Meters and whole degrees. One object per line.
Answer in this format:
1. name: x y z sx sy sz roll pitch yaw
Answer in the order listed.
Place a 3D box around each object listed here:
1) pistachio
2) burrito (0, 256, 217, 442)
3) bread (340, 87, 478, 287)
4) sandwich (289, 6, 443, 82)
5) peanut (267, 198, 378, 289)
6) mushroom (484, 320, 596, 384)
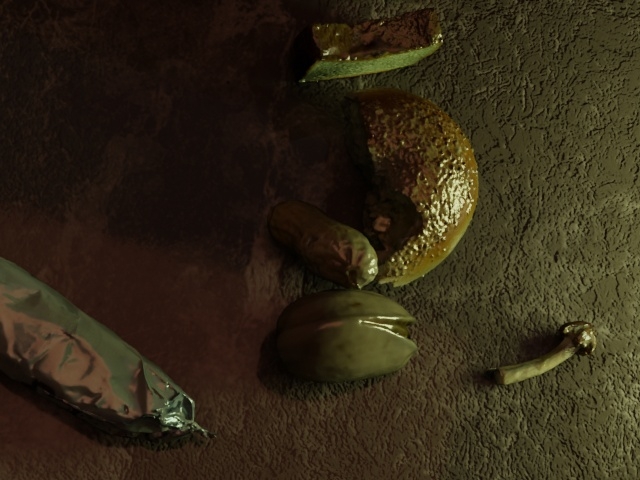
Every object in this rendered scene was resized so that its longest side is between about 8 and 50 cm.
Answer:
1. pistachio: 0.040 0.138 1.887 0.238 0.153 0.137 3 81 -39
2. burrito: -0.344 0.172 1.815 0.445 0.101 0.139 34 67 0
3. bread: 0.148 -0.091 1.963 0.192 0.171 0.314 -5 74 -9
4. sandwich: 0.066 -0.300 2.005 0.215 0.186 0.065 -11 88 -11
5. peanut: 0.000 0.000 1.910 0.099 0.099 0.214 -32 45 -19
6. mushroom: 0.341 0.177 1.978 0.187 0.061 0.060 -25 84 -13
